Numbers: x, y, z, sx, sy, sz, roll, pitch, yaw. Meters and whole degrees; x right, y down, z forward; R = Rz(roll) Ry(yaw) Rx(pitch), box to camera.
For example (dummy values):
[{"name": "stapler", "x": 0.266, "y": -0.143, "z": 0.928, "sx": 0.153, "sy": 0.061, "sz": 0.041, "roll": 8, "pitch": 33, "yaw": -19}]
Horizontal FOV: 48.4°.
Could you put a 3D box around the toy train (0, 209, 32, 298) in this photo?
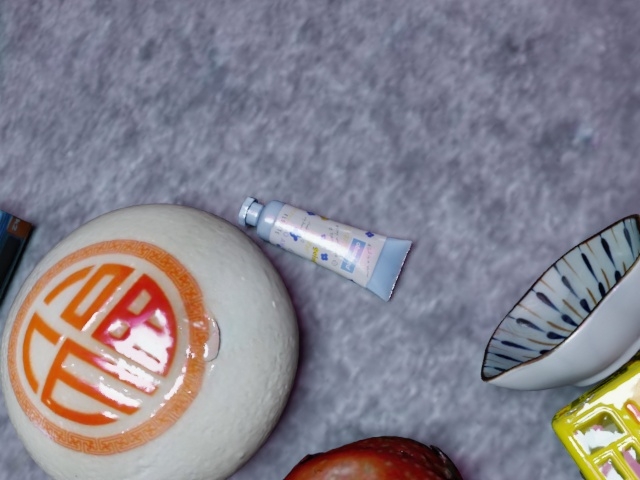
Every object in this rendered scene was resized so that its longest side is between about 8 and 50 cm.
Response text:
[{"name": "toy train", "x": -0.422, "y": 0.151, "z": 0.729, "sx": 0.086, "sy": 0.089, "sz": 0.409, "roll": 18, "pitch": 82, "yaw": 12}]

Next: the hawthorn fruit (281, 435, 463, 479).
[{"name": "hawthorn fruit", "x": 0.018, "y": 0.262, "z": 0.578, "sx": 0.235, "sy": 0.181, "sz": 0.181, "roll": -24, "pitch": 74, "yaw": 5}]

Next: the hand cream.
[{"name": "hand cream", "x": 0.000, "y": 0.000, "z": 0.709, "sx": 0.171, "sy": 0.043, "sz": 0.065, "roll": 22, "pitch": 88, "yaw": 10}]

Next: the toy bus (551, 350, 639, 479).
[{"name": "toy bus", "x": 0.328, "y": 0.240, "z": 0.540, "sx": 0.152, "sy": 0.144, "sz": 0.330, "roll": -37, "pitch": 71, "yaw": 10}]

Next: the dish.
[{"name": "dish", "x": 0.220, "y": 0.068, "z": 0.592, "sx": 0.066, "sy": 0.190, "sz": 0.190, "roll": 43, "pitch": 88, "yaw": 1}]

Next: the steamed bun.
[{"name": "steamed bun", "x": -0.164, "y": 0.097, "z": 0.646, "sx": 0.283, "sy": 0.177, "sz": 0.283, "roll": -2, "pitch": 76, "yaw": 10}]
